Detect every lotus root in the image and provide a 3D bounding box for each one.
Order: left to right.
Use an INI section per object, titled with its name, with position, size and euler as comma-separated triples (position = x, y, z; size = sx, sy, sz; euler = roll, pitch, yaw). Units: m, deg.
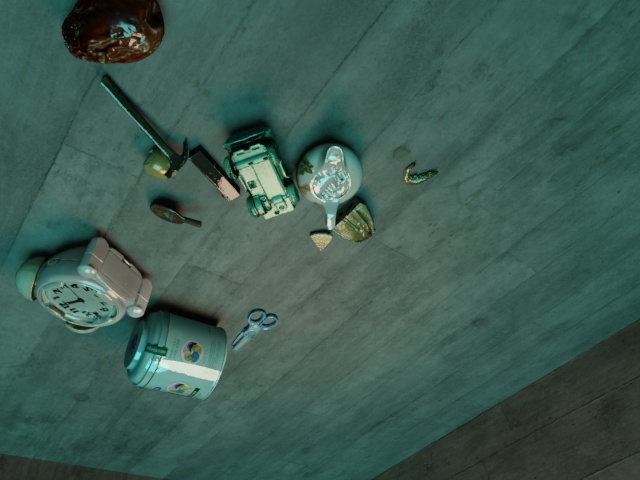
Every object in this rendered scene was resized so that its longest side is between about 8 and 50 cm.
[lotus root]
position = 0.115, -0.061, 1.621
size = 0.143, 0.070, 0.144
euler = -36, 124, 14

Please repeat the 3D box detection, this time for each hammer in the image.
[hammer]
position = -0.470, -0.308, 1.284
size = 0.026, 0.125, 0.297
euler = -1, 138, 47

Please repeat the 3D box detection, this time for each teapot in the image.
[teapot]
position = 0.030, -0.180, 1.449
size = 0.204, 0.140, 0.298
euler = -9, 133, -5

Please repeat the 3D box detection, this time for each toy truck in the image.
[toy truck]
position = -0.166, -0.191, 1.391
size = 0.154, 0.156, 0.279
euler = -18, 132, 7

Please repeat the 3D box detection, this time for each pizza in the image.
[pizza]
position = 0.000, -0.001, 1.685
size = 0.083, 0.025, 0.078
euler = 4, 127, -4

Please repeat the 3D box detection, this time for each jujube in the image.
[jujube]
position = -0.471, -0.482, 1.085
size = 0.236, 0.168, 0.168
euler = -8, 135, 18

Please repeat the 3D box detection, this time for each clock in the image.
[clock]
position = -0.784, 0.161, 1.598
size = 0.325, 0.184, 0.342
euler = -20, 127, 14

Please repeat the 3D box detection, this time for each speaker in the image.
[speaker]
position = -0.313, -0.199, 1.437
size = 0.046, 0.040, 0.191
euler = -28, 130, 14

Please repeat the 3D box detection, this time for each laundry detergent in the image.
[laundry detergent]
position = -0.549, 0.422, 1.800
size = 0.305, 0.287, 0.287
euler = 23, 125, -28

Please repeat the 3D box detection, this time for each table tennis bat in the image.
[table tennis bat]
position = -0.434, -0.117, 1.515
size = 0.169, 0.119, 0.108
euler = 18, 157, 4

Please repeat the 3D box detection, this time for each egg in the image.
[egg]
position = -0.453, -0.214, 1.372
size = 0.080, 0.080, 0.096
euler = -38, 132, 23

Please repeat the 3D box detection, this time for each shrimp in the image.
[shrimp]
position = 0.320, -0.218, 1.544
size = 0.114, 0.023, 0.083
euler = -16, 130, 10

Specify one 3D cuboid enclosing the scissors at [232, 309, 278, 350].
[scissors]
position = -0.287, 0.374, 1.975
size = 0.125, 0.030, 0.256
euler = 29, 119, -29
